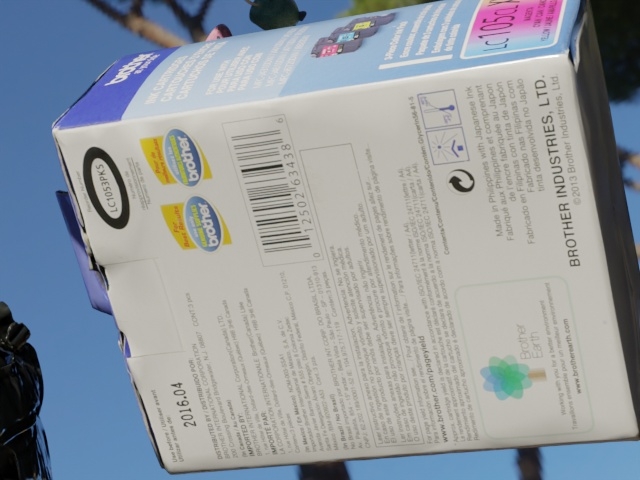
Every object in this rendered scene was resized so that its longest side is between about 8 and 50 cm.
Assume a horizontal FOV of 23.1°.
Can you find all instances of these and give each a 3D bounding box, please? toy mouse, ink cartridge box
[{"bbox_3d":[-0.059,-0.171,1.363,0.161,0.031,0.143,-36,-31,-24],"label":"toy mouse"},{"bbox_3d":[0.000,0.000,1.041,0.395,0.151,0.270,-8,-66,16],"label":"ink cartridge box"}]

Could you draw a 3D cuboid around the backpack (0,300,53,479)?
[{"bbox_3d":[-0.183,0.115,0.746,0.115,0.152,0.182,-18,-1,-4],"label":"backpack"}]
